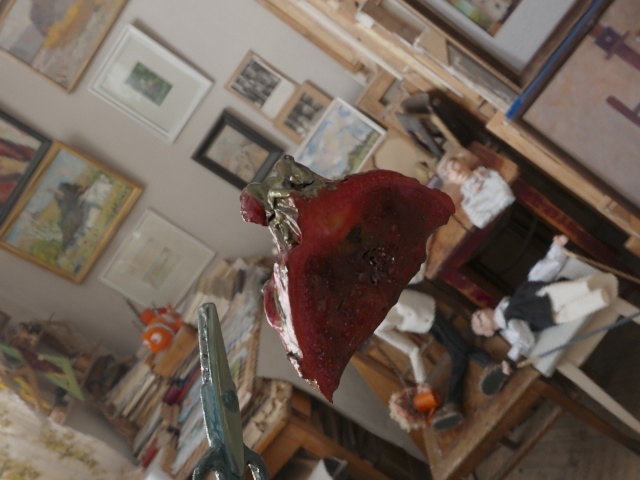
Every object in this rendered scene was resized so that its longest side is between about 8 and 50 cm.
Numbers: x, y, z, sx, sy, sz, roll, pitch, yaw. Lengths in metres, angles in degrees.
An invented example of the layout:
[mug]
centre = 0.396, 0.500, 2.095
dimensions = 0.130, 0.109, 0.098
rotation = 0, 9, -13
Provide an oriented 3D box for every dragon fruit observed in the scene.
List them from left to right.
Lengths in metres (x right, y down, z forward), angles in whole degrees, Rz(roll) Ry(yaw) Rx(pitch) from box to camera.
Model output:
[dragon fruit]
centre = 0.000, 0.000, 0.745
dimensions = 0.134, 0.211, 0.262
rotation = 14, 58, 49

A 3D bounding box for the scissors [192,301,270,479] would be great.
[scissors]
centre = -0.125, 0.218, 0.891
dimensions = 0.041, 0.138, 0.289
rotation = -22, 69, 30
